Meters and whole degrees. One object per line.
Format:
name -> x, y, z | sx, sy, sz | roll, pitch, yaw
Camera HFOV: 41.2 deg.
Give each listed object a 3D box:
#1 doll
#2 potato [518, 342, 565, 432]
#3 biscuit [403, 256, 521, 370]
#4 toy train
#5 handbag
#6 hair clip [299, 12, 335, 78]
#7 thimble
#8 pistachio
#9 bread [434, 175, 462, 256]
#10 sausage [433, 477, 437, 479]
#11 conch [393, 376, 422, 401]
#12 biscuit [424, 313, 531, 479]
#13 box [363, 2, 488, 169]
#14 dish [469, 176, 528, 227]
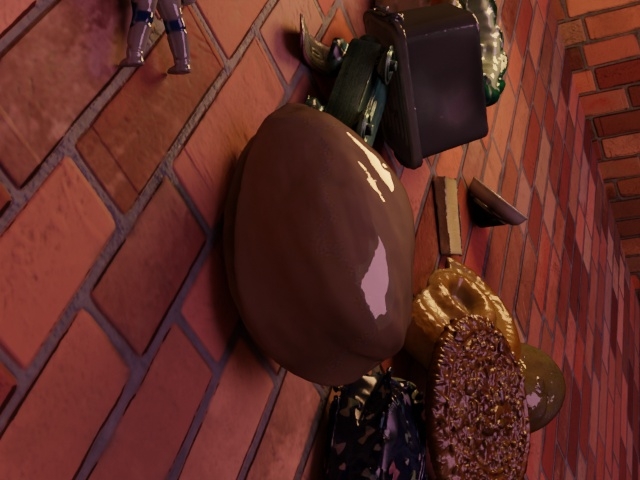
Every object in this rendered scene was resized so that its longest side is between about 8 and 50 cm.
doll -> -0.172, -0.286, 0.861 | 0.114, 0.057, 0.227 | -9, 99, -56
potato -> 0.331, 0.270, 1.530 | 0.251, 0.174, 0.159 | -9, 97, -47
biscuit -> 0.245, 0.141, 1.419 | 0.213, 0.091, 0.274 | 40, 29, 0
toy train -> 0.041, -0.171, 1.185 | 0.159, 0.101, 0.248 | 85, 20, -49
handbag -> 0.070, 0.296, 1.087 | 0.162, 0.113, 0.260 | 45, 43, -45
hair clip -> -0.008, -0.270, 1.194 | 0.137, 0.022, 0.054 | 26, 60, -67
thimble -> 0.212, -0.355, 1.481 | 0.288, 0.168, 0.254 | 61, 33, -35
pistachio -> 0.000, 0.000, 0.966 | 0.226, 0.208, 0.331 | -2, 73, -19
bread -> 0.239, -0.045, 1.591 | 0.068, 0.028, 0.153 | 5, 79, -61
sausage -> 0.204, 0.439, 1.266 | 0.254, 0.148, 0.148 | -21, 101, -61
conch -> 0.119, 0.235, 1.260 | 0.085, 0.057, 0.076 | 47, 30, -48
biscuit -> 0.236, 0.252, 1.224 | 0.305, 0.038, 0.305 | 18, 67, -51
box -> 0.164, -0.246, 1.300 | 0.163, 0.135, 0.243 | -122, -163, -62
dish -> 0.348, -0.060, 1.754 | 0.141, 0.078, 0.141 | 37, 9, -7
